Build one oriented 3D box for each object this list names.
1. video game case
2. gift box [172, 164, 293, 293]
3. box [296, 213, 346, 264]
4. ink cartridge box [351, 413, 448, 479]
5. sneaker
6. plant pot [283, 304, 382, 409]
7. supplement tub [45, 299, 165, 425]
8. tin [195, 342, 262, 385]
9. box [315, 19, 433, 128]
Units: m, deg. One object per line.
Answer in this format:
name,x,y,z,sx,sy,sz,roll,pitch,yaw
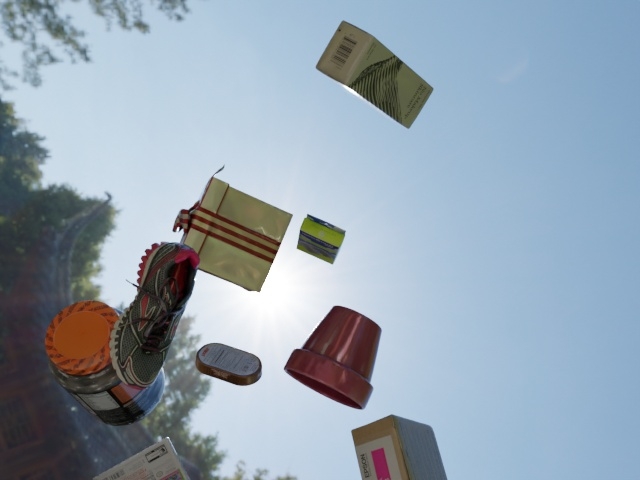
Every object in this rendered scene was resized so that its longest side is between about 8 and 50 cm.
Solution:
video game case,-0.437,0.636,1.718,0.193,0.212,0.023,61,-5,6
gift box,-0.241,-0.032,1.754,0.276,0.258,0.255,-70,-166,-11
box,0.000,0.000,1.681,0.109,0.042,0.178,24,-18,3
ink cartridge box,0.153,0.430,1.154,0.088,0.193,0.235,-25,-121,22
sneaker,-0.325,0.145,1.338,0.112,0.121,0.299,3,-102,46
plant pot,0.044,0.254,1.522,0.201,0.201,0.180,0,-123,54
supplement tub,-0.495,0.285,1.572,0.207,0.207,0.338,54,-17,28
tin,-0.248,0.333,1.846,0.189,0.106,0.040,15,-61,13
box,0.117,-0.332,1.392,0.094,0.275,0.113,38,-77,34
